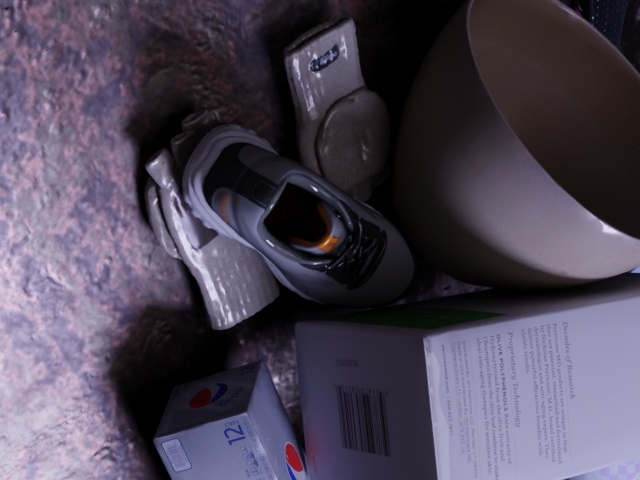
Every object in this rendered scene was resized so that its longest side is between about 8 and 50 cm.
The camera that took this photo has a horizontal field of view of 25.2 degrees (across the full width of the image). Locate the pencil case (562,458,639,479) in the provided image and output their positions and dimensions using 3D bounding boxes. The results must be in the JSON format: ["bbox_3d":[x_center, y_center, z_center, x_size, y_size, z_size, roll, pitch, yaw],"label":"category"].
[{"bbox_3d":[0.316,0.206,1.568,0.124,0.113,0.273,-6,94,-11],"label":"pencil case"}]

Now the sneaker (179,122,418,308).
[{"bbox_3d":[0.000,0.000,1.196,0.271,0.108,0.100,31,90,-46],"label":"sneaker"}]

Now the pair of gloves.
[{"bbox_3d":[-0.042,-0.058,1.233,0.240,0.042,0.204,-40,132,-18],"label":"pair of gloves"}]

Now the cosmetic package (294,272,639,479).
[{"bbox_3d":[0.182,0.125,1.292,0.366,0.197,0.155,-9,95,-36],"label":"cosmetic package"}]

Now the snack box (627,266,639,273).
[{"bbox_3d":[0.291,0.032,1.537,0.141,0.100,0.037,-35,130,-25],"label":"snack box"}]

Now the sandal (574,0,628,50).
[{"bbox_3d":[0.279,-0.241,1.443,0.067,0.040,0.179,-24,140,-25],"label":"sandal"}]

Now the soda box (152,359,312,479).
[{"bbox_3d":[-0.044,0.256,1.271,0.091,0.098,0.286,-18,110,13],"label":"soda box"}]

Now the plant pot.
[{"bbox_3d":[0.176,-0.064,1.300,0.284,0.284,0.191,5,144,-43],"label":"plant pot"}]
